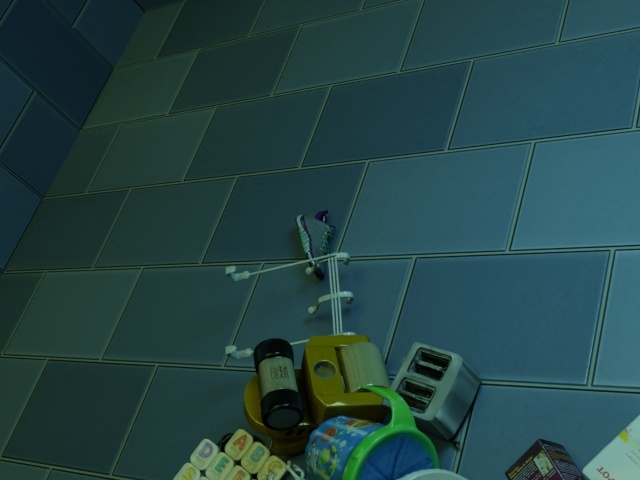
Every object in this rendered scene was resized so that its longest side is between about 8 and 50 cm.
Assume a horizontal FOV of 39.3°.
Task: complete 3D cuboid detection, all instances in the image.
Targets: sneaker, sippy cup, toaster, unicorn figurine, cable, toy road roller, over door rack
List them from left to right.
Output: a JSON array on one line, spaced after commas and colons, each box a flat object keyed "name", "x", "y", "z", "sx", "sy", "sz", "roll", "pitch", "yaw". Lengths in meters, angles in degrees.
[{"name": "cable", "x": -0.199, "y": 0.532, "z": 2.147, "sx": 0.150, "sy": 0.047, "sz": 0.185, "roll": -31, "pitch": 42, "yaw": 13}, {"name": "over door rack", "x": -0.073, "y": 0.167, "z": 2.251, "sx": 0.324, "sy": 0.108, "sz": 0.240, "roll": -8, "pitch": 63, "yaw": 8}, {"name": "unicorn figurine", "x": -0.061, "y": 0.551, "z": 2.007, "sx": 0.161, "sy": 0.060, "sz": 0.111, "roll": -33, "pitch": 57, "yaw": 3}, {"name": "toy road roller", "x": -0.013, "y": 0.366, "z": 2.064, "sx": 0.329, "sy": 0.241, "sz": 0.203, "roll": -2, "pitch": 44, "yaw": -11}, {"name": "sneaker", "x": 0.000, "y": 0.000, "z": 2.414, "sx": 0.098, "sy": 0.083, "sz": 0.224, "roll": -21, "pitch": 49, "yaw": 4}, {"name": "sippy cup", "x": 0.088, "y": 0.471, "z": 1.854, "sx": 0.305, "sy": 0.240, "sz": 0.224, "roll": -49, "pitch": 29, "yaw": -20}, {"name": "toaster", "x": 0.241, "y": 0.326, "z": 1.924, "sx": 0.185, "sy": 0.110, "sz": 0.168, "roll": 13, "pitch": 66, "yaw": 44}]

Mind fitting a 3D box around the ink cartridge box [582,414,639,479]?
[{"name": "ink cartridge box", "x": 0.591, "y": 0.386, "z": 1.476, "sx": 0.232, "sy": 0.168, "sz": 0.171, "roll": -43, "pitch": 44, "yaw": 1}]

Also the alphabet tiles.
[{"name": "alphabet tiles", "x": -0.215, "y": 0.590, "z": 2.074, "sx": 0.284, "sy": 0.021, "sz": 0.278, "roll": 31, "pitch": 76, "yaw": 33}]

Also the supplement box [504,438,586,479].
[{"name": "supplement box", "x": 0.437, "y": 0.473, "z": 1.647, "sx": 0.104, "sy": 0.080, "sz": 0.188, "roll": -53, "pitch": 37, "yaw": 22}]

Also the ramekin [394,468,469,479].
[{"name": "ramekin", "x": 0.209, "y": 0.547, "z": 1.643, "sx": 0.272, "sy": 0.127, "sz": 0.273, "roll": 5, "pitch": 55, "yaw": -8}]
